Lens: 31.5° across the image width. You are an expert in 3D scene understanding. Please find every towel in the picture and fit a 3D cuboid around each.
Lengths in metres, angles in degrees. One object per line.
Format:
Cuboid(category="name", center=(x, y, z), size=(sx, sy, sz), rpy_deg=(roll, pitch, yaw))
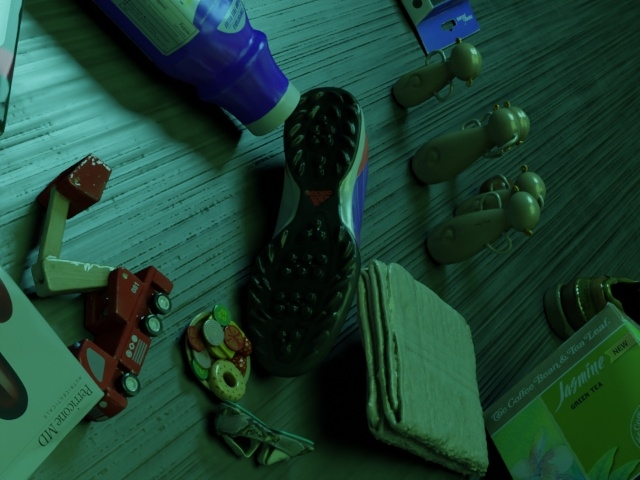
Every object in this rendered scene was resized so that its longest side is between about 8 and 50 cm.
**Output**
Cuboid(category="towel", center=(0.109, 0.141, 1.206), size=(0.282, 0.049, 0.187), rpy_deg=(37, 43, -56))

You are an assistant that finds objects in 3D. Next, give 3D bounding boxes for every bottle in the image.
Cuboid(category="bottle", center=(-0.134, -0.222, 1.116), size=(0.283, 0.092, 0.118), rpy_deg=(46, 39, -24))

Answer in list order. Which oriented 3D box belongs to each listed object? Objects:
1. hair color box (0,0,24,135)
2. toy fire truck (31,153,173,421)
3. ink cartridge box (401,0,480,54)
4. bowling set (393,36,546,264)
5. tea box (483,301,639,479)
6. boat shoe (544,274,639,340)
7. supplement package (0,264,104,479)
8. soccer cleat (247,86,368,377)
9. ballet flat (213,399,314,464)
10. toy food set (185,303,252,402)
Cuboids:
Cuboid(category="hair color box", center=(-0.327, -0.249, 0.870), size=(0.185, 0.113, 0.375), rpy_deg=(28, 49, -40))
Cuboid(category="toy fire truck", center=(-0.190, 0.037, 0.931), size=(0.135, 0.047, 0.192), rpy_deg=(43, 42, -27))
Cuboid(category="ink cartridge box", center=(0.163, -0.385, 1.633), size=(0.206, 0.045, 0.208), rpy_deg=(-37, 101, -54))
Cuboid(category="bowling set", center=(0.224, -0.106, 1.451), size=(0.200, 0.154, 0.287), rpy_deg=(8, 64, -49))
Cuboid(category="tea box", center=(0.406, 0.302, 1.295), size=(0.329, 0.220, 0.323), rpy_deg=(35, 18, -36))
Cuboid(category="boat shoe", center=(0.449, 0.116, 1.647), size=(0.307, 0.104, 0.111), rpy_deg=(11, 61, -49))
Cuboid(category="supplement package", center=(-0.285, 0.093, 0.689), size=(0.203, 0.149, 0.194), rpy_deg=(54, 37, -13))
Cuboid(category="soccer cleat", center=(0.000, 0.000, 1.157), size=(0.116, 0.108, 0.318), rpy_deg=(65, 28, -59))
Cuboid(category="ballet flat", center=(-0.054, 0.182, 1.033), size=(0.114, 0.041, 0.041), rpy_deg=(33, 46, -36))
Cuboid(category="toy food set", center=(-0.092, 0.102, 1.039), size=(0.082, 0.020, 0.083), rpy_deg=(50, 38, -20))
